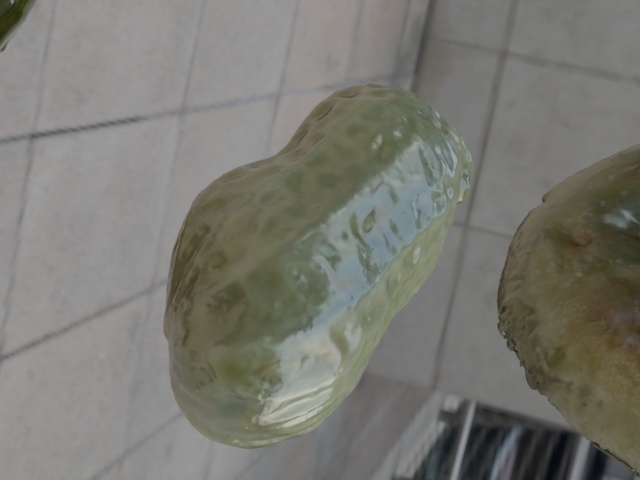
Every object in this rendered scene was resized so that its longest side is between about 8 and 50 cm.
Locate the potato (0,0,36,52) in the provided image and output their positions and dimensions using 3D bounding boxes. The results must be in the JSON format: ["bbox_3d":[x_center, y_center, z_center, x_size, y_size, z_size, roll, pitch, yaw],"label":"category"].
[{"bbox_3d":[-0.213,-0.138,0.459,0.307,0.210,0.173,30,33,-62],"label":"potato"}]

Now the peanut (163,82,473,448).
[{"bbox_3d":[0.000,0.000,0.859,0.313,0.152,0.152,-50,152,-40],"label":"peanut"}]

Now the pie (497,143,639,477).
[{"bbox_3d":[0.171,0.037,0.526,0.185,0.218,0.052,-52,150,-39],"label":"pie"}]
